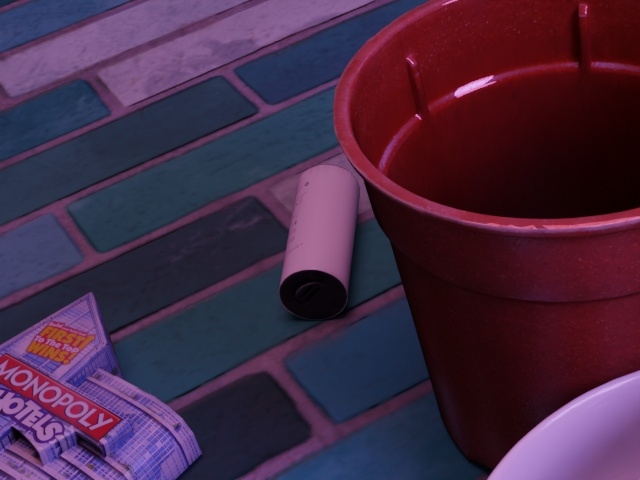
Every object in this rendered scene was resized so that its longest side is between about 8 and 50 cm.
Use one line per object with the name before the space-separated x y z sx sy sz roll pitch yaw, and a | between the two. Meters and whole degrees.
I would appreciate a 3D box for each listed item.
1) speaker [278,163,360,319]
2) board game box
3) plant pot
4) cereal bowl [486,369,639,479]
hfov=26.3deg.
speaker | 0.000 0.000 1.099 0.055 0.055 0.136 -4 39 10
board game box | -0.192 0.129 0.986 0.194 0.060 0.194 21 50 34
plant pot | 0.162 0.006 0.884 0.273 0.265 0.272 -7 40 6
cereal bowl | 0.239 0.220 0.701 0.339 0.141 0.339 -8 39 6
